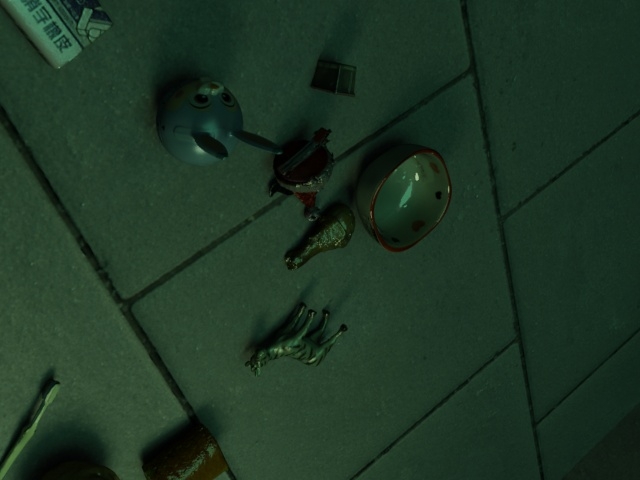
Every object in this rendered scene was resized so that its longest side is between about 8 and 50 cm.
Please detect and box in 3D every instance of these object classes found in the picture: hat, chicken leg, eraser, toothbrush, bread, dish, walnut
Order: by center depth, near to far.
[{"bbox_3d":[-0.433,-0.386,1.236,0.124,0.068,0.210,-42,133,-12],"label":"eraser"},{"bbox_3d":[-0.591,0.398,1.580,0.026,0.028,0.294,26,96,-44],"label":"toothbrush"},{"bbox_3d":[-0.494,0.550,1.633,0.213,0.213,0.213,-20,125,-30],"label":"walnut"},{"bbox_3d":[-0.025,-0.123,1.720,0.227,0.128,0.140,79,34,-56],"label":"hat"},{"bbox_3d":[0.002,0.002,1.823,0.198,0.069,0.085,-40,132,-6],"label":"chicken leg"},{"bbox_3d":[-0.310,0.516,1.828,0.172,0.103,0.132,-33,131,-22],"label":"bread"},{"bbox_3d":[0.179,-0.110,1.867,0.256,0.117,0.256,-19,125,-30],"label":"dish"}]

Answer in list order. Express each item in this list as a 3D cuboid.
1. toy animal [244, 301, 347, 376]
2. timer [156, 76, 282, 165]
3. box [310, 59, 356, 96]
[{"bbox_3d":[-0.055,0.227,1.895,0.255,0.090,0.170,4,116,-39],"label":"toy animal"},{"bbox_3d":[-0.192,-0.214,1.418,0.175,0.255,0.175,-1,91,-34],"label":"timer"},{"bbox_3d":[0.031,-0.333,1.642,0.060,0.084,0.063,0,108,-39],"label":"box"}]
